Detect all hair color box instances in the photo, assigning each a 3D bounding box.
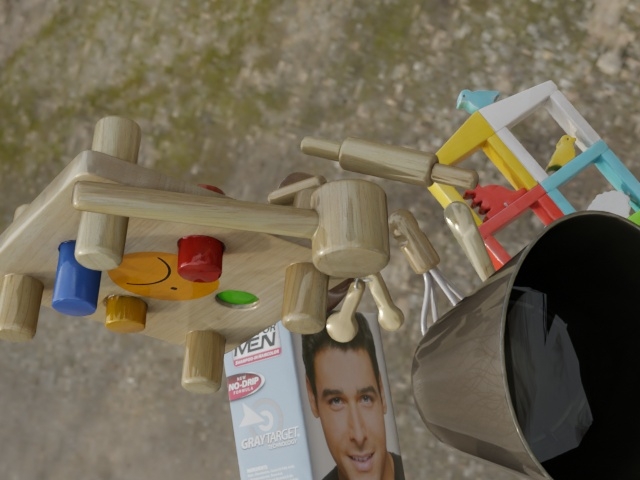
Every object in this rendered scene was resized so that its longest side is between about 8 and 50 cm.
[{"bbox_3d":[0.004,0.274,1.652,0.113,0.185,0.375,-19,73,35],"label":"hair color box"}]

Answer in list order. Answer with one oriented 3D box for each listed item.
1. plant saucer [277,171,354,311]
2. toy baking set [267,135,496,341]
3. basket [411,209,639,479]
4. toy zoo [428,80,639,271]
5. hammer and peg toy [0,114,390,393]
[{"bbox_3d":[0.000,0.000,1.603,0.029,0.168,0.169,-11,67,31],"label":"plant saucer"},{"bbox_3d":[0.073,0.008,1.205,0.256,0.030,0.197,9,117,24],"label":"toy baking set"},{"bbox_3d":[0.164,0.097,1.036,0.227,0.154,0.204,151,116,-72],"label":"basket"},{"bbox_3d":[0.245,-0.049,1.513,0.293,0.192,0.030,51,162,12],"label":"toy zoo"},{"bbox_3d":[-0.111,-0.002,1.120,0.361,0.265,0.127,-35,43,51],"label":"hammer and peg toy"}]
